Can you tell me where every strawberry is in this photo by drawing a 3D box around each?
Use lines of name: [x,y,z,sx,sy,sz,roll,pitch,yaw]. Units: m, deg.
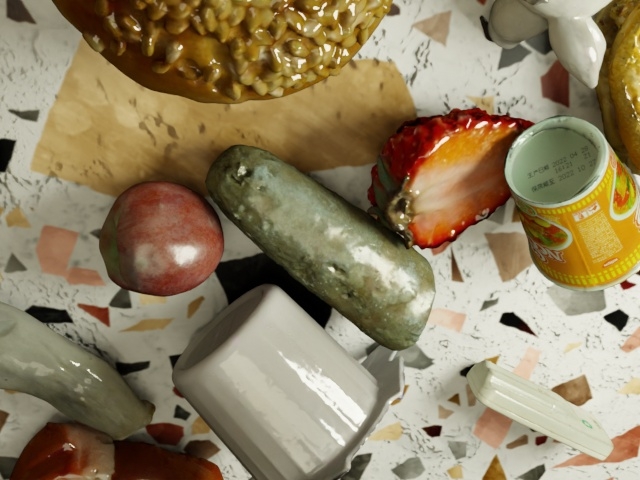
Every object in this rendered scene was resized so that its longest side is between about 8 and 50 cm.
strawberry: [0.157,-0.098,1.039,0.237,0.111,0.190,-21,137,-22]

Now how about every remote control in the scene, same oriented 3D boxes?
remote control: [0.318,0.240,1.228,0.230,0.090,0.049,27,107,-17]

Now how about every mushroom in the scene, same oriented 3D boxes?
mushroom: [-0.373,0.165,1.121,0.351,0.097,0.109,31,110,-22]

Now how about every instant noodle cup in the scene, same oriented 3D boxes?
instant noodle cup: [0.300,-0.050,1.004,0.168,0.168,0.185,-34,142,11]

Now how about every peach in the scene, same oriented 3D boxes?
peach: [-0.187,0.008,1.039,0.152,0.152,0.152,-2,117,-5]

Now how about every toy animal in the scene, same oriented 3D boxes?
toy animal: [0.239,-0.327,0.878,0.154,0.208,0.325,-20,133,-30]

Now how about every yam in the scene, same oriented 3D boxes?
yam: [0.000,0.000,1.062,0.330,0.133,0.133,36,108,-16]

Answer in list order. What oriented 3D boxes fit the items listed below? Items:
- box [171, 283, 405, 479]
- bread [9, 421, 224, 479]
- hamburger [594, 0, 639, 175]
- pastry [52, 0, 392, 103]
box: [-0.043,0.167,1.098,0.206,0.262,0.291,48,66,-13]
bread: [-0.300,0.419,1.244,0.328,0.114,0.295,16,113,-15]
hamburger: [0.468,-0.203,0.981,0.319,0.158,0.318,-2,118,-4]
pastry: [-0.093,-0.325,0.817,0.410,0.245,0.409,-3,115,-6]
